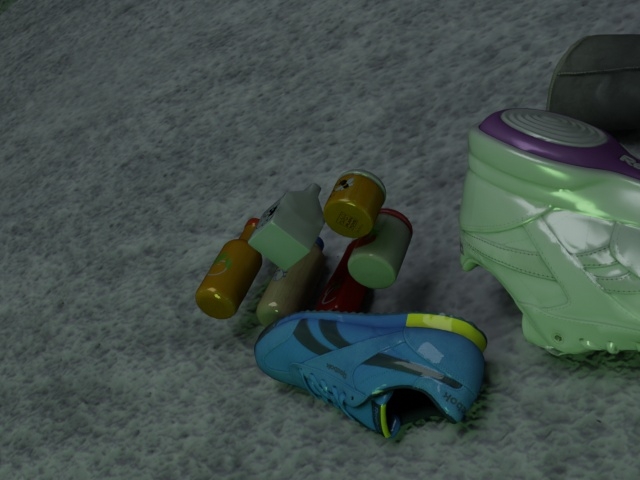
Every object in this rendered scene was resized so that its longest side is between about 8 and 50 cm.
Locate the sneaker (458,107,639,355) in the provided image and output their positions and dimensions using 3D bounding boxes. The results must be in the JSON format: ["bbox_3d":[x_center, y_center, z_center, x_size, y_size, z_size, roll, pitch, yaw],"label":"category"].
[{"bbox_3d":[0.220,0.027,0.661,0.114,0.152,0.305,-18,40,-43],"label":"sneaker"}]

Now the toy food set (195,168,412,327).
[{"bbox_3d":[0.000,0.000,0.841,0.232,0.111,0.104,-39,19,48],"label":"toy food set"}]

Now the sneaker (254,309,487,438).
[{"bbox_3d":[0.024,0.102,0.758,0.209,0.069,0.082,-4,51,37],"label":"sneaker"}]

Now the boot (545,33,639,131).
[{"bbox_3d":[0.263,-0.099,0.771,0.208,0.076,0.189,8,51,40],"label":"boot"}]
